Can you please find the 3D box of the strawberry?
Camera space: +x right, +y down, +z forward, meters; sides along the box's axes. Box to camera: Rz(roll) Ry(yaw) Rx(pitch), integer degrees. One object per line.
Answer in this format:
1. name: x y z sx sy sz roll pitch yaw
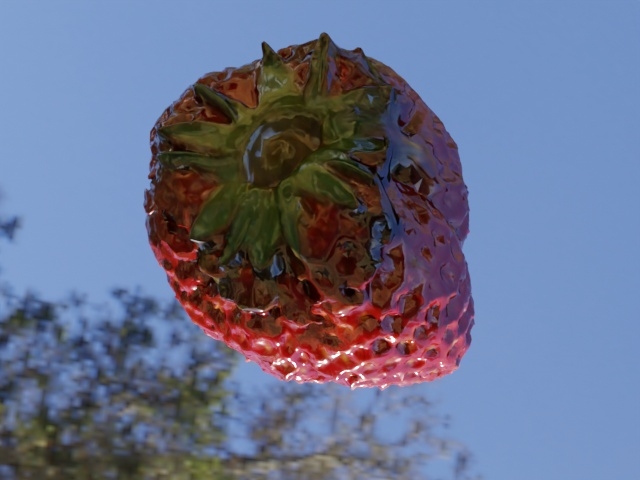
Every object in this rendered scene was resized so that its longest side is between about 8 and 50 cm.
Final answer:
1. strawberry: 0.000 0.000 1.374 0.238 0.288 0.250 -3 -115 13
